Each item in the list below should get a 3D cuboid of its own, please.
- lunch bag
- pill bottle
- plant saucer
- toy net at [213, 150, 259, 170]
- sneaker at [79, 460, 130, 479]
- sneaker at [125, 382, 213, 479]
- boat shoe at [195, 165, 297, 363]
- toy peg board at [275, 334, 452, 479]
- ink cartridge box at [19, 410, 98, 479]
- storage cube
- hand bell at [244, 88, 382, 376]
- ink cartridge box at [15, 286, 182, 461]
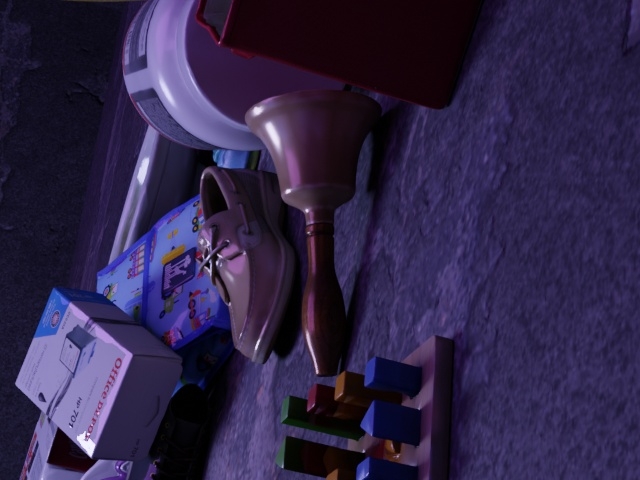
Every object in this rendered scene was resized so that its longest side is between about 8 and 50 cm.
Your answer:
[{"bbox_3d":[-0.169,0.079,1.638,0.293,0.138,0.221,-43,36,40],"label":"lunch bag"},{"bbox_3d":[-0.094,-0.201,1.411,0.363,0.210,0.210,-162,87,-74],"label":"pill bottle"},{"bbox_3d":[-0.248,-0.024,1.971,0.400,0.100,0.401,-164,90,-79],"label":"plant saucer"},{"bbox_3d":[-0.123,-0.131,1.765,0.232,0.045,0.122,-94,22,-53],"label":"toy net"},{"bbox_3d":[-0.285,0.366,1.754,0.305,0.114,0.152,-60,6,26],"label":"sneaker"},{"bbox_3d":[-0.183,0.279,1.532,0.118,0.083,0.222,-55,28,40],"label":"sneaker"},{"bbox_3d":[-0.090,0.018,1.406,0.302,0.098,0.109,-97,26,-53],"label":"boat shoe"},{"bbox_3d":[0.022,0.162,0.922,0.161,0.079,0.161,129,151,-57],"label":"toy peg board"},{"bbox_3d":[-0.428,0.413,2.184,0.309,0.130,0.272,-160,87,-74],"label":"ink cartridge box"},{"bbox_3d":[0.022,-0.236,1.066,0.184,0.193,0.215,-126,52,-70],"label":"storage cube"},{"bbox_3d":[0.000,0.000,1.153,0.126,0.126,0.242,141,129,-65],"label":"hand bell"},{"bbox_3d":[-0.267,0.159,1.552,0.190,0.082,0.140,31,102,44],"label":"ink cartridge box"}]
